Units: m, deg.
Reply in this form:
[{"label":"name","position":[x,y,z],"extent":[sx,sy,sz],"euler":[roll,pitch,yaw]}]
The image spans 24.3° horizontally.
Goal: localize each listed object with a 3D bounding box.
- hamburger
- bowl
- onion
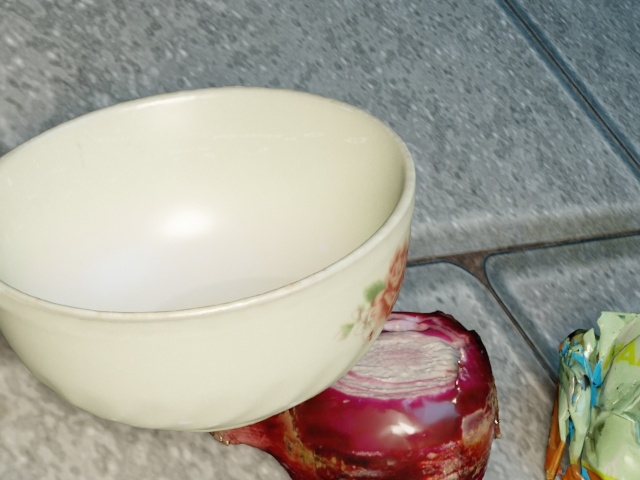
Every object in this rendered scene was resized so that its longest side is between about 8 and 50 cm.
[{"label":"hamburger","position":[0.319,0.165,1.262],"extent":[0.260,0.150,0.276],"euler":[54,31,14]},{"label":"bowl","position":[-0.073,0.023,0.926],"extent":[0.277,0.145,0.277],"euler":[-6,31,4]},{"label":"onion","position":[0.022,0.131,0.998],"extent":[0.173,0.198,0.135],"euler":[-79,159,-72]}]
